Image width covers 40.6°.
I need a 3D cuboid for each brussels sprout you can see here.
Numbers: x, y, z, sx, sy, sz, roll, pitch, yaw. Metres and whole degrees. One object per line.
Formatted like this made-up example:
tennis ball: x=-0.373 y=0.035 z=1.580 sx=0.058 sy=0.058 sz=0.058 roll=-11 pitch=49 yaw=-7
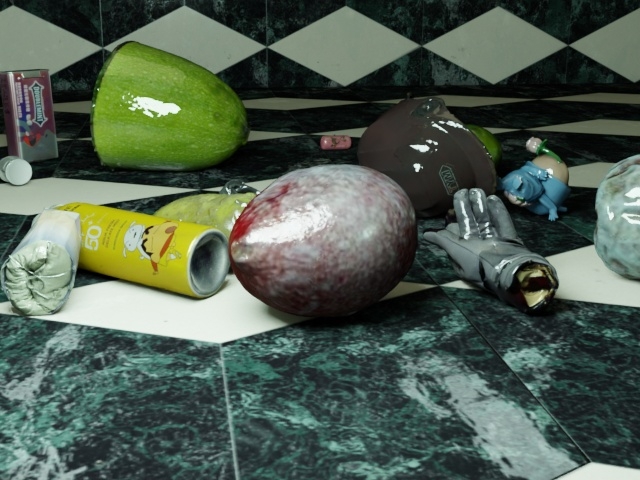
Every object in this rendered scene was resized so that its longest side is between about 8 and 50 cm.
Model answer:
brussels sprout: x=0.307 y=-0.182 z=1.891 sx=0.161 sy=0.144 sz=0.180 roll=-48 pitch=42 yaw=-14

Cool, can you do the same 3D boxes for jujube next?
jujube: x=0.566 y=-0.032 z=1.287 sx=0.317 sy=0.226 sz=0.226 roll=3 pitch=16 yaw=27

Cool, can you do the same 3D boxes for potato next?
potato: x=-0.165 y=-0.015 z=1.370 sx=0.251 sy=0.113 sz=0.149 roll=-5 pitch=26 yaw=27

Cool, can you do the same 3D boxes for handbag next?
handbag: x=-0.383 y=0.030 z=1.200 sx=0.095 sy=0.117 sz=0.173 roll=9 pitch=17 yaw=-11

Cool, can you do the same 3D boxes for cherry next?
cherry: x=0.000 y=0.000 z=1.161 sx=0.300 sy=0.203 sz=0.230 roll=-16 pitch=27 yaw=-40

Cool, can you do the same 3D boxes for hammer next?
hammer: x=0.041 y=-0.263 z=2.311 sx=0.083 sy=0.043 sz=0.043 roll=-4 pitch=17 yaw=-11

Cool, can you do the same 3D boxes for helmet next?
helmet: x=0.182 y=-0.145 z=1.651 sx=0.177 sy=0.225 sz=0.305 roll=-31 pitch=26 yaw=-9

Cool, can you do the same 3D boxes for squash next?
squash: x=-0.324 y=-0.283 z=1.993 sx=0.308 sy=0.310 sz=0.310 roll=13 pitch=19 yaw=11

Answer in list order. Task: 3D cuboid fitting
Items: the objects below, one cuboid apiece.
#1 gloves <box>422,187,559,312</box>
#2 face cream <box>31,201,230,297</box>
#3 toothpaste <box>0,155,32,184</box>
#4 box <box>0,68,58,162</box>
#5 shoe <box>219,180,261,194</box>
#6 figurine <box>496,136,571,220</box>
gloves: x=0.245 y=0.017 z=1.275 sx=0.142 sy=0.119 sz=0.285 roll=-3 pitch=32 yaw=-13
face cream: x=-0.303 y=0.004 z=1.307 sx=0.348 sy=0.105 sz=0.105 roll=11 pitch=20 yaw=31
toothpaste: x=-0.731 y=-0.167 z=1.977 sx=0.096 sy=0.061 sz=0.266 roll=-13 pitch=15 yaw=-35
box: x=-0.715 y=-0.306 z=2.123 sx=0.069 sy=0.224 sz=0.120 roll=10 pitch=20 yaw=41
shoe: x=-0.137 y=-0.051 z=1.483 sx=0.227 sy=0.112 sz=0.099 roll=12 pitch=21 yaw=29
figurine: x=0.412 y=-0.120 z=1.643 sx=0.178 sy=0.144 sz=0.114 roll=1 pitch=18 yaw=-43
